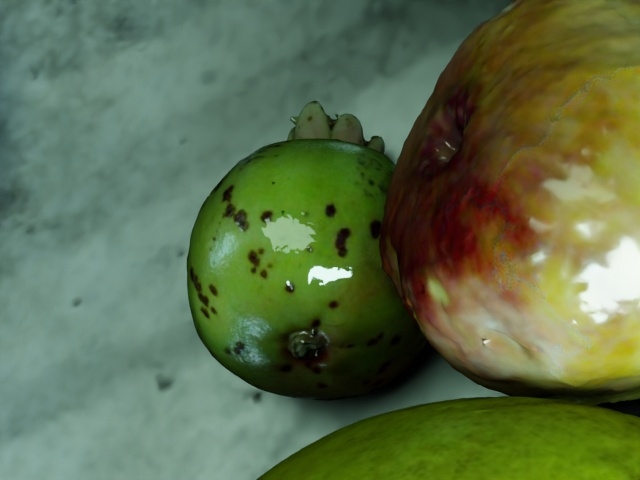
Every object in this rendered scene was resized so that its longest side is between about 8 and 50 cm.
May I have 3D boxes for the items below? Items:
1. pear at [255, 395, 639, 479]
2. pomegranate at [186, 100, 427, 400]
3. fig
[{"bbox_3d":[0.052,0.158,0.569,0.269,0.212,0.212,-20,65,10],"label":"pear"},{"bbox_3d":[0.000,0.000,0.710,0.114,0.114,0.142,-9,40,16],"label":"pomegranate"},{"bbox_3d":[0.154,-0.004,0.621,0.257,0.159,0.159,10,70,-15],"label":"fig"}]
